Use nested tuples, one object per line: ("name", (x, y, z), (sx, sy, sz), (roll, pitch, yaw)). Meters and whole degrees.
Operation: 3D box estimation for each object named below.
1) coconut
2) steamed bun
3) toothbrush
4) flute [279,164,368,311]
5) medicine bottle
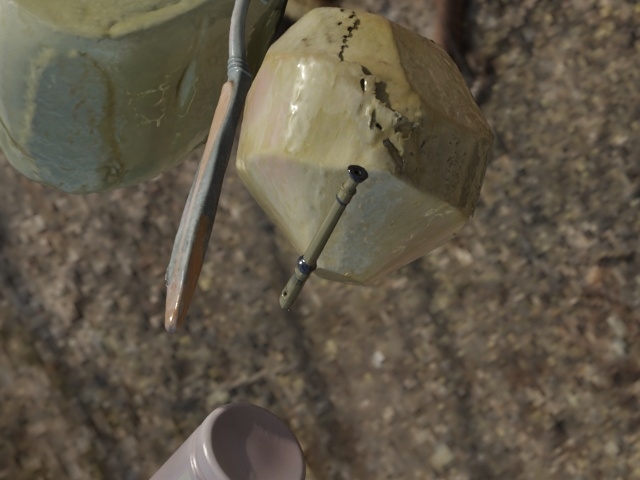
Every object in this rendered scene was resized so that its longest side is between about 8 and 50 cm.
("coconut", (0.048, -0.112, 2.085), (0.352, 0.353, 0.352), (33, 138, 36))
("steamed bun", (-0.172, -0.197, 1.560), (0.272, 0.273, 0.290), (7, 150, 5))
("toothbrush", (-0.075, -0.093, 1.289), (0.037, 0.375, 0.028), (31, 145, -28))
("flute", (0.000, 0.000, 1.936), (0.027, 0.027, 0.233), (47, 133, 21))
("medicine bottle", (-0.131, 0.297, 1.852), (0.133, 0.133, 0.249), (54, 131, 12))
